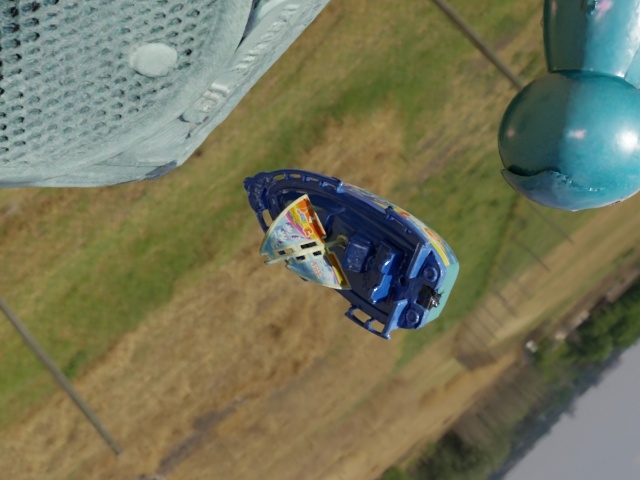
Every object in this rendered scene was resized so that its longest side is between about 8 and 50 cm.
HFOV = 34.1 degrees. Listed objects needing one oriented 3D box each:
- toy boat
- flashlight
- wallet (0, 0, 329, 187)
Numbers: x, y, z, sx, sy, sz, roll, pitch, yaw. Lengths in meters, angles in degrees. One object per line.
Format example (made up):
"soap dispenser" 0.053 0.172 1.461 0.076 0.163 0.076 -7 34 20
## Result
"toy boat" 0.000 0.000 0.719 0.110 0.175 0.091 -14 131 -49
"flashlight" 0.088 -0.072 0.322 0.051 0.051 0.129 10 91 -73
"wallet" -0.114 -0.136 0.663 0.237 0.075 0.342 -1 148 -47
